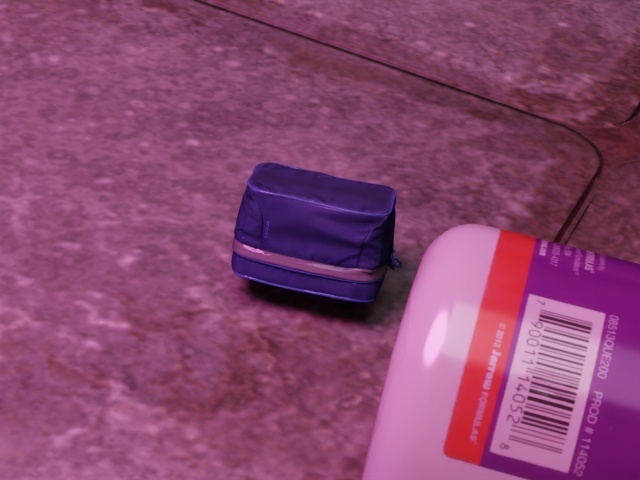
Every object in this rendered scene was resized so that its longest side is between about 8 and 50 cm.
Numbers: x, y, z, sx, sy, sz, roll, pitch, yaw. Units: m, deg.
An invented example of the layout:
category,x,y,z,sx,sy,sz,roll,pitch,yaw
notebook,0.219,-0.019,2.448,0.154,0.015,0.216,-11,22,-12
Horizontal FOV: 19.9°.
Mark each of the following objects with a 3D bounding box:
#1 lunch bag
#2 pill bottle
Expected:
category,x,y,z,sx,sy,sz,roll,pitch,yaw
lunch bag,0.000,0.000,1.053,0.098,0.065,0.067,13,18,5
pill bottle,0.185,0.113,0.832,0.323,0.181,0.181,15,34,5
